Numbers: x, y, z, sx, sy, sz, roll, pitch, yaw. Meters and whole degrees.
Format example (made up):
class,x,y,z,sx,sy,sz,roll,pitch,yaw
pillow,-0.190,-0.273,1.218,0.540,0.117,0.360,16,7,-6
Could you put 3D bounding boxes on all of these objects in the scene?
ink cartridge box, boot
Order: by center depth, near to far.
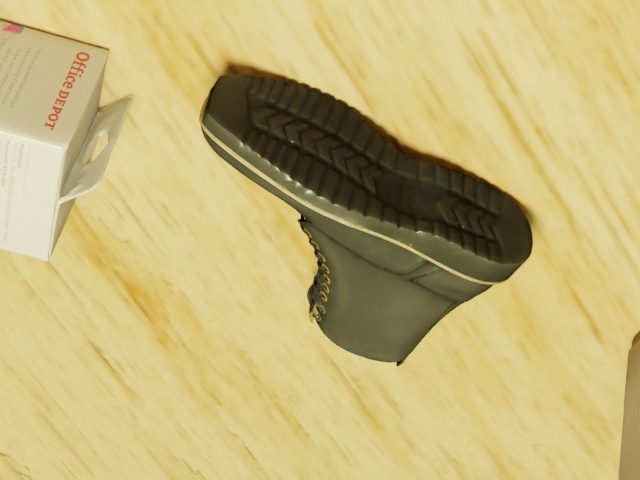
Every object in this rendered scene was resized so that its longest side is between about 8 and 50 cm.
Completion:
class,x,y,z,sx,sy,sz,roll,pitch,yaw
ink cartridge box,-0.183,-0.059,1.093,0.143,0.092,0.090,16,133,0
boot,0.000,0.000,1.119,0.198,0.077,0.137,30,136,-11

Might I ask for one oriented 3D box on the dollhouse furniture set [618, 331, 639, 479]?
class,x,y,z,sx,sy,sz,roll,pitch,yaw
dollhouse furniture set,0.322,0.061,0.968,0.362,0.256,0.394,30,131,-14
